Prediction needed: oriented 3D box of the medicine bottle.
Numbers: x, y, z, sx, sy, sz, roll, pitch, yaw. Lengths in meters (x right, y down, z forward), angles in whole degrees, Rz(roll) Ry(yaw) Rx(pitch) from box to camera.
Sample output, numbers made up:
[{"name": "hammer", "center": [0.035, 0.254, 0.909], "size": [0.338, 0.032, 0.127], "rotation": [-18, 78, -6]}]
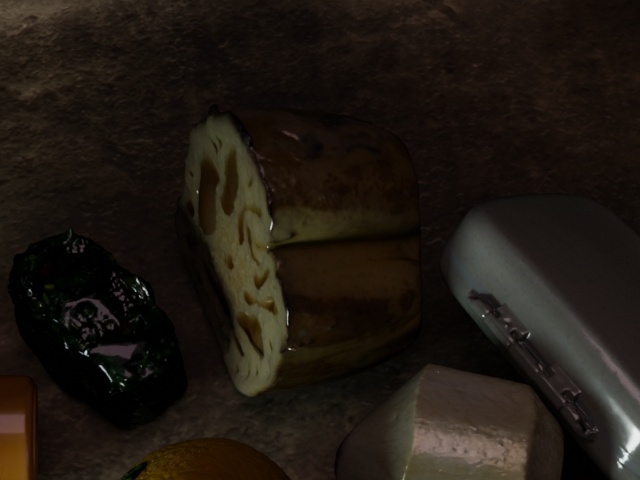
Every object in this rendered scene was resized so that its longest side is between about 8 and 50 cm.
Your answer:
[{"name": "medicine bottle", "center": [0.306, 0.102, 1.791], "size": [0.282, 0.123, 0.375], "rotation": [-3, 43, -46]}]

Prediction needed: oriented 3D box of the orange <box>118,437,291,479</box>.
[{"name": "orange", "center": [-0.117, 0.303, 1.634], "size": [0.236, 0.236, 0.236], "rotation": [0, 53, 0]}]

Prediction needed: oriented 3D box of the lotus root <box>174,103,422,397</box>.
[{"name": "lotus root", "center": [0.000, 0.000, 1.823], "size": [0.250, 0.316, 0.316], "rotation": [-7, 53, -15]}]

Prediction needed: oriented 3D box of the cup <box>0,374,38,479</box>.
[{"name": "cup", "center": [-0.424, 0.196, 1.763], "size": [0.264, 0.182, 0.226], "rotation": [0, 22, -8]}]

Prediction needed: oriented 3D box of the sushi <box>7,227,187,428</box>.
[{"name": "sushi", "center": [-0.243, 0.093, 1.845], "size": [0.124, 0.127, 0.225], "rotation": [-36, 63, -23]}]

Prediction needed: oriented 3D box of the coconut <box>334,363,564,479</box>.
[{"name": "coconut", "center": [0.125, 0.227, 1.701], "size": [0.222, 0.202, 0.202], "rotation": [9, 54, 2]}]
